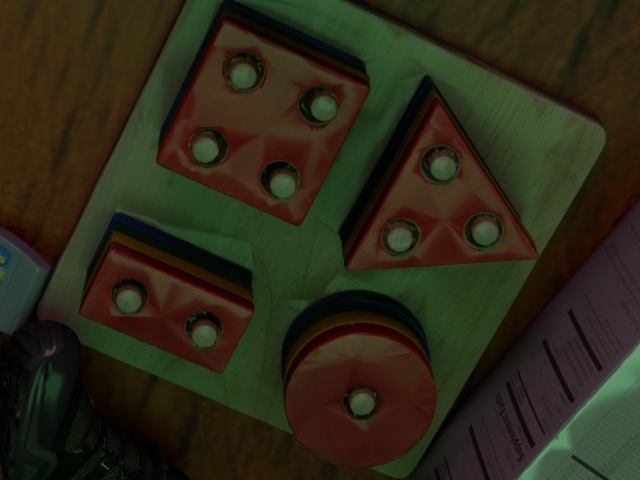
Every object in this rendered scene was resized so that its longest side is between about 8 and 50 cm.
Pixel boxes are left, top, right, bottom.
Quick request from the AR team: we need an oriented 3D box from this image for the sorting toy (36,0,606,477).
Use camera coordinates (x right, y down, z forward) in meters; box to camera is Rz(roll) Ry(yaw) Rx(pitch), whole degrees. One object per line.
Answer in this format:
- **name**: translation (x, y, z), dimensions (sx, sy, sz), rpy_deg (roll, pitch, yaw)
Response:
- **sorting toy**: translation (0.000, 0.000, 1.005), dimensions (0.255, 0.089, 0.257), rpy_deg (25, 108, -12)

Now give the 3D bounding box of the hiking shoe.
- **hiking shoe**: translation (-0.136, 0.135, 1.056), dimensions (0.114, 0.086, 0.227), rpy_deg (-8, 128, -15)

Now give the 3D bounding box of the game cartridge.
- **game cartridge**: translation (-0.203, 0.015, 1.028), dimensions (0.083, 0.017, 0.056), rpy_deg (27, 104, 5)

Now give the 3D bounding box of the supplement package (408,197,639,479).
- **supplement package**: translation (0.182, 0.113, 1.034), dimensions (0.139, 0.134, 0.244), rpy_deg (36, 105, -15)
